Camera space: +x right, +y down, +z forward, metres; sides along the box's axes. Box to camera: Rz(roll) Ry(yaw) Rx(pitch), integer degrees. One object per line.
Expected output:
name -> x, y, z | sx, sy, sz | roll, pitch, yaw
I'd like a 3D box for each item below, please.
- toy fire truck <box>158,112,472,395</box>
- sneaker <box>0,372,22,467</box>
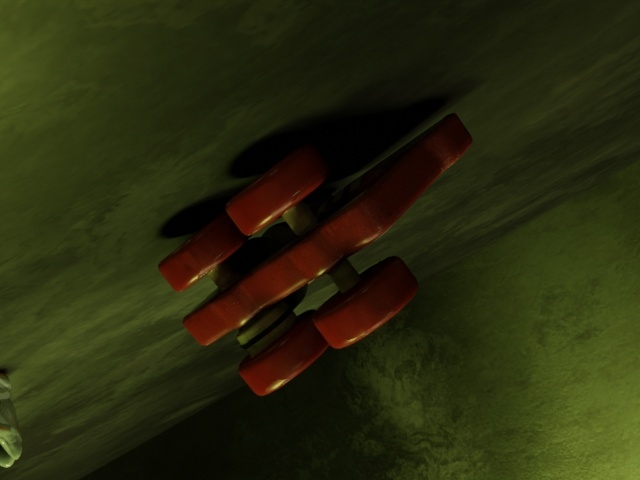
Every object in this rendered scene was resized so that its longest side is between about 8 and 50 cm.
toy fire truck -> 0.000, 0.000, 0.981 | 0.302, 0.169, 0.254 | -35, -176, 42
sneaker -> -0.437, 0.229, 1.088 | 0.099, 0.121, 0.262 | -34, 166, 30
